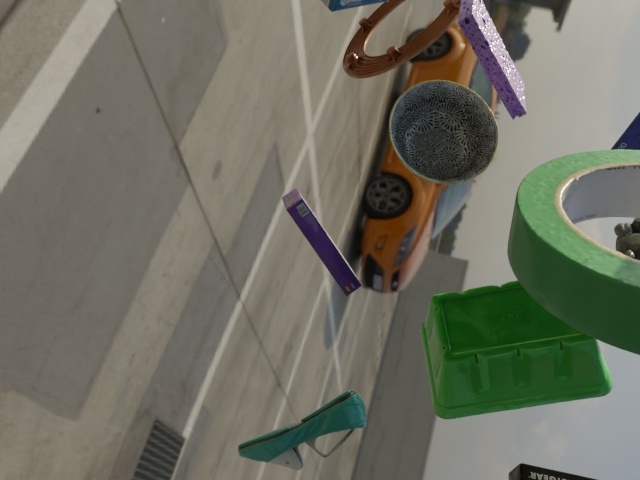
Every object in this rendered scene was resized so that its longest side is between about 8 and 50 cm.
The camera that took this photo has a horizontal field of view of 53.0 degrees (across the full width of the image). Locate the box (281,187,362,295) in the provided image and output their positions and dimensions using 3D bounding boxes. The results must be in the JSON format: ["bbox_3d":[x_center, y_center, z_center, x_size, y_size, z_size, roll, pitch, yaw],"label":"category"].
[{"bbox_3d":[0.000,0.000,1.784,0.293,0.057,0.201,56,2,-14],"label":"box"}]

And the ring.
[{"bbox_3d":[0.176,-0.470,1.345,0.032,0.336,0.337,45,49,-31],"label":"ring"}]

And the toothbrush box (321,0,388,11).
[{"bbox_3d":[0.038,-0.553,1.003,0.126,0.216,0.296,-22,149,-27],"label":"toothbrush box"}]

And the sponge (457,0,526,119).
[{"bbox_3d":[0.307,-0.327,1.134,0.210,0.031,0.117,51,35,-25],"label":"sponge"}]

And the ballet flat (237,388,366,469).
[{"bbox_3d":[-0.028,0.352,1.130,0.087,0.247,0.083,64,5,14],"label":"ballet flat"}]

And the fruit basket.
[{"bbox_3d":[0.411,0.247,1.404,0.392,0.391,0.283,91,-4,-49],"label":"fruit basket"}]

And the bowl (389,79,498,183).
[{"bbox_3d":[0.182,-0.155,0.999,0.080,0.170,0.170,108,-1,-74],"label":"bowl"}]

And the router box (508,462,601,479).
[{"bbox_3d":[0.505,0.572,1.184,0.081,0.308,0.243,96,6,-56],"label":"router box"}]

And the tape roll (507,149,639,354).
[{"bbox_3d":[0.376,0.000,0.707,0.321,0.321,0.077,-62,155,-53],"label":"tape roll"}]

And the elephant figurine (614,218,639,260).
[{"bbox_3d":[0.860,0.068,1.676,0.169,0.185,0.240,-100,168,-59],"label":"elephant figurine"}]

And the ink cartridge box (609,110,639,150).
[{"bbox_3d":[0.853,-0.200,1.428,0.071,0.329,0.324,-78,-169,-52],"label":"ink cartridge box"}]
